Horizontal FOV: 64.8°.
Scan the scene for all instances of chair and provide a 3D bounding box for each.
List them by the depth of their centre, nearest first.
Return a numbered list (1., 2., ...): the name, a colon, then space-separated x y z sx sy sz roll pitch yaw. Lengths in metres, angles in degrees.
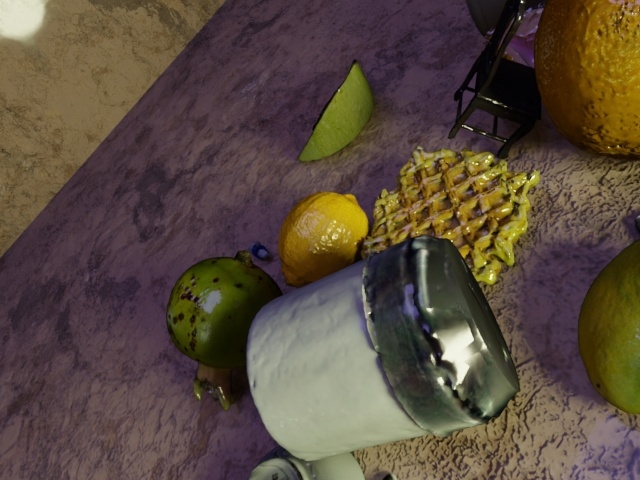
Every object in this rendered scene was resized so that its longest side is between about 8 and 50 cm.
1. chair: 0.273 -0.237 0.714 0.229 0.113 0.106 114 171 -59

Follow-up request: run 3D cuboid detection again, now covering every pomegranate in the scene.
1. pomegranate: -0.144 0.146 0.825 0.198 0.198 0.246 -20 81 28

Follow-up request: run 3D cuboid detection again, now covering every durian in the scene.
1. durian: 0.370 -0.318 0.781 0.182 0.132 0.165 -35 33 16

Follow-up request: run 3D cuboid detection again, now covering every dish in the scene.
1. dish: -0.029 0.333 0.628 0.245 0.078 0.224 -20 45 28

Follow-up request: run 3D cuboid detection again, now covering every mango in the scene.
1. mango: 0.331 0.073 0.513 0.191 0.085 0.122 -52 37 5

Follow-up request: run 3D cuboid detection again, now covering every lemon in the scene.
1. lemon: 0.000 0.000 0.834 0.187 0.142 0.142 -53 39 1

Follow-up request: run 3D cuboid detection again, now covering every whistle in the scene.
1. whistle: -0.124 0.019 1.017 0.033 0.029 0.083 -38 30 -15

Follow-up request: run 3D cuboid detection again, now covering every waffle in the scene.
1. waffle: 0.182 -0.032 0.746 0.245 0.052 0.254 17 71 41

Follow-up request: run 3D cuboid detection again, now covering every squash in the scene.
1. squash: 0.029 -0.295 1.051 0.204 0.155 0.237 13 68 44

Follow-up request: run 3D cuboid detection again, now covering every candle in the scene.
1. candle: 0.043 0.143 0.613 0.342 0.221 0.222 -26 44 25

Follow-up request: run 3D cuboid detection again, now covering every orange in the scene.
1. orange: 0.388 -0.226 0.584 0.274 0.274 0.274 -24 44 25

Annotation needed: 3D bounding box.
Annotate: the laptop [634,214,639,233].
1. laptop: 0.468 0.029 0.490 0.187 0.015 0.269 -29 42 20

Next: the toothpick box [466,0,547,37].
1. toothpick box: 0.400 -0.461 0.801 0.316 0.229 0.229 -4 55 39
